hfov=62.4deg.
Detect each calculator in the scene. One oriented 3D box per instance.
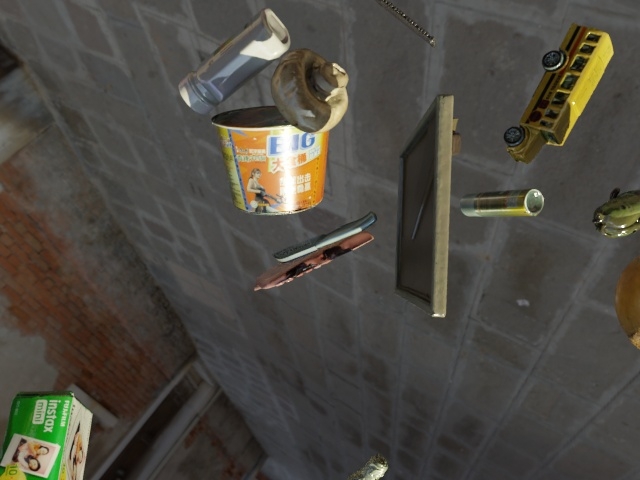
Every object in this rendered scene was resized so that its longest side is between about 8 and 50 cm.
[{"bbox_3d":[-0.031,0.050,1.402,0.048,0.329,0.220,65,163,-7],"label":"calculator"}]

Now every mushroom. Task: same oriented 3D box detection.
[{"bbox_3d":[-0.017,-0.291,1.019,0.166,0.166,0.127,44,133,-11],"label":"mushroom"}]

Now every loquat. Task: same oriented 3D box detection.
[{"bbox_3d":[0.707,0.125,1.015,0.263,0.263,0.263,29,152,17],"label":"loquat"}]

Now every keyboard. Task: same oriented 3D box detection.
[{"bbox_3d":[0.198,-0.519,1.245,0.195,0.018,0.060,45,-163,13],"label":"keyboard"}]

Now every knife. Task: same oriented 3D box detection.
[{"bbox_3d":[0.000,0.001,0.789,0.210,0.028,0.015,-23,136,37],"label":"knife"}]

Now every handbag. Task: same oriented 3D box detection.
[{"bbox_3d":[0.412,-0.037,0.711,0.072,0.111,0.047,52,158,44],"label":"handbag"}]

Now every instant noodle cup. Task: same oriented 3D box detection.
[{"bbox_3d":[-0.106,-0.197,1.272,0.296,0.296,0.214,15,118,37],"label":"instant noodle cup"}]

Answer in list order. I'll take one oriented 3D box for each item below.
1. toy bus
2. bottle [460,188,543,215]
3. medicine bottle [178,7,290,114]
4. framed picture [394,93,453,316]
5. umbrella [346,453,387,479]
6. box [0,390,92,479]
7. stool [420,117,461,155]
[{"bbox_3d":[0.581,-0.347,1.297,0.123,0.336,0.121,31,-174,36],"label":"toy bus"},{"bbox_3d":[0.569,-0.118,1.688,0.082,0.082,0.286,49,162,-20],"label":"bottle"},{"bbox_3d":[-0.218,-0.443,1.326,0.296,0.161,0.111,-31,124,26],"label":"medicine bottle"},{"bbox_3d":[0.130,-0.033,0.707,0.020,0.241,0.324,3,177,1],"label":"framed picture"},{"bbox_3d":[0.117,0.615,1.369,0.067,0.143,0.062,35,-162,-20],"label":"umbrella"},{"bbox_3d":[-0.493,0.378,0.959,0.102,0.180,0.250,5,154,-14],"label":"box"},{"bbox_3d":[0.357,-0.307,1.597,0.125,0.217,0.121,-2,102,9],"label":"stool"}]
